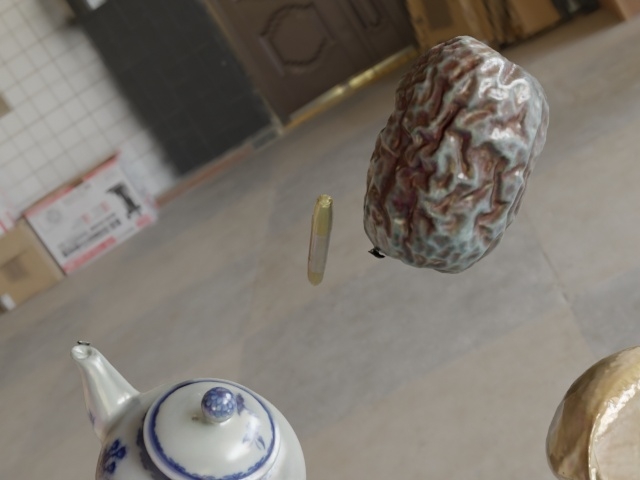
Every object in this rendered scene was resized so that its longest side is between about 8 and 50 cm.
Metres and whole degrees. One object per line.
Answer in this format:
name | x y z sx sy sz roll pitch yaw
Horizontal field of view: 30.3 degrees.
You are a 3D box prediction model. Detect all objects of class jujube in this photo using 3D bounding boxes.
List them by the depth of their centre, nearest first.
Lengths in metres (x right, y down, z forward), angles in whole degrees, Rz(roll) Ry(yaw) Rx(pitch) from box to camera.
jujube | 0.178 -0.108 1.587 0.226 0.226 0.317 -114 46 -75

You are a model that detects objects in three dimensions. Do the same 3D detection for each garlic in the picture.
garlic | 0.293 0.177 1.057 0.145 0.245 0.164 -61 41 32

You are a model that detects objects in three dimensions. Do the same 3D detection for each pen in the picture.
pen | 0.000 0.000 1.711 0.233 0.032 0.040 98 -169 -60

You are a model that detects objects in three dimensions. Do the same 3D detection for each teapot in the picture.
teapot | -0.136 0.267 1.406 0.252 0.424 0.280 -44 -20 -42
